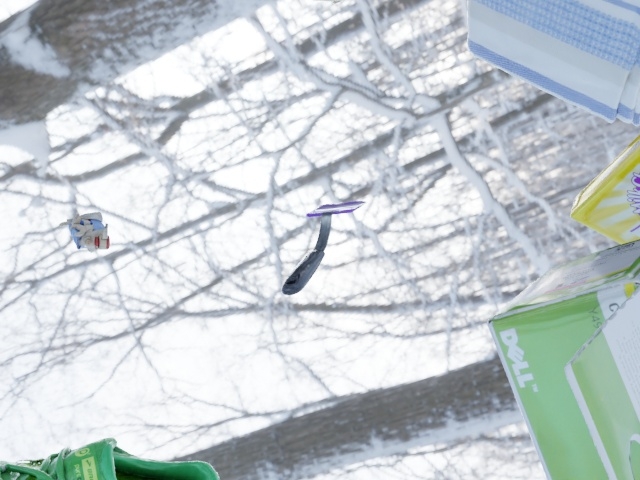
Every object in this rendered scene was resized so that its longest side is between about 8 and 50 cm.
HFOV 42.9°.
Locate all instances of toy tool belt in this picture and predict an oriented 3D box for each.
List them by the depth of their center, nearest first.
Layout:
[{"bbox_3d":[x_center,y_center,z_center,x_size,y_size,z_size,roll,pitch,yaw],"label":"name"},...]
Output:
[{"bbox_3d":[-0.299,-0.008,1.026,0.051,0.052,0.083,0,-159,-26],"label":"toy tool belt"}]

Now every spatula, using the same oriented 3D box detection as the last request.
[{"bbox_3d":[0.000,0.000,1.150,0.296,0.084,0.030,-63,-37,-57],"label":"spatula"}]

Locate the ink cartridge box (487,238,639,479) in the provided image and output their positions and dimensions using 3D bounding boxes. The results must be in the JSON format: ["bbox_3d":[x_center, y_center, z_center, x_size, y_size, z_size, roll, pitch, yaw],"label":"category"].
[{"bbox_3d":[0.165,0.118,0.454,0.255,0.097,0.189,-21,-90,-55],"label":"ink cartridge box"}]

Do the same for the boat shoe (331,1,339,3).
[{"bbox_3d":[0.025,-0.489,1.249,0.096,0.098,0.277,40,156,17],"label":"boat shoe"}]

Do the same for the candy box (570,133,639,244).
[{"bbox_3d":[0.268,-0.051,0.545,0.105,0.206,0.027,29,-124,0],"label":"candy box"}]

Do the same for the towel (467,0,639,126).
[{"bbox_3d":[0.229,-0.246,0.754,0.034,0.209,0.285,-45,-29,-22],"label":"towel"}]

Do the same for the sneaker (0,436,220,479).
[{"bbox_3d":[-0.207,0.193,0.610,0.295,0.123,0.109,11,-144,-40],"label":"sneaker"}]
